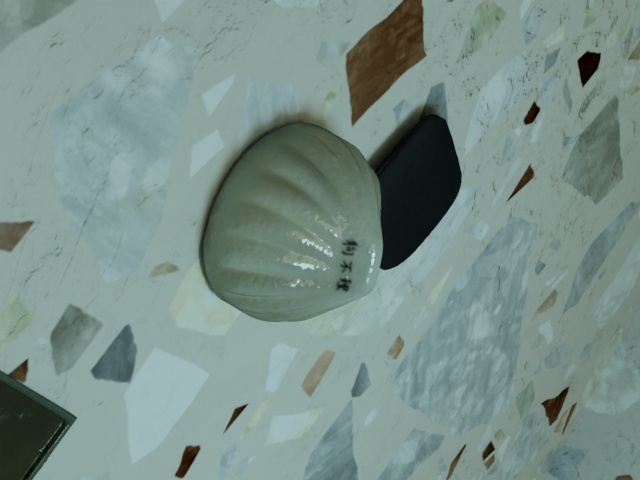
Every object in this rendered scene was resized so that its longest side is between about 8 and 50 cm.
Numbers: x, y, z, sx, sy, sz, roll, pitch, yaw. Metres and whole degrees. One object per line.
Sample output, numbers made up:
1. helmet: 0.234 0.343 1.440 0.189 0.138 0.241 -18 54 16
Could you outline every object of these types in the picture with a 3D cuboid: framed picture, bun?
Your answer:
1. framed picture: -0.387 0.263 1.305 0.250 0.016 0.184 -56 147 -10
2. bun: 0.000 0.000 1.502 0.263 0.175 0.263 -32 136 -38

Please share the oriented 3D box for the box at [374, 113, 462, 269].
1. box: 0.128 -0.070 1.746 0.212 0.042 0.201 -51 146 -18
